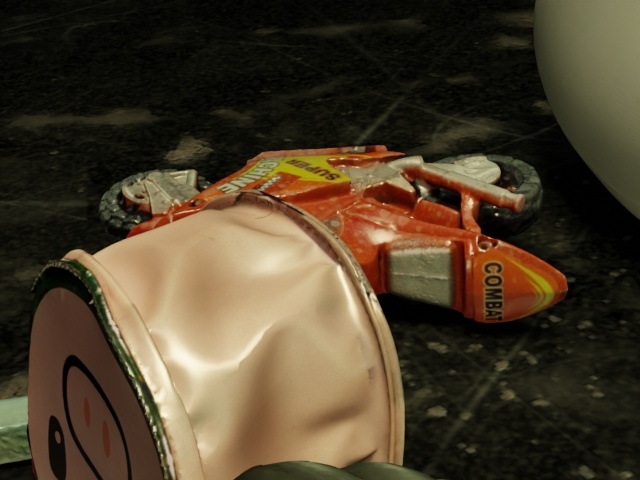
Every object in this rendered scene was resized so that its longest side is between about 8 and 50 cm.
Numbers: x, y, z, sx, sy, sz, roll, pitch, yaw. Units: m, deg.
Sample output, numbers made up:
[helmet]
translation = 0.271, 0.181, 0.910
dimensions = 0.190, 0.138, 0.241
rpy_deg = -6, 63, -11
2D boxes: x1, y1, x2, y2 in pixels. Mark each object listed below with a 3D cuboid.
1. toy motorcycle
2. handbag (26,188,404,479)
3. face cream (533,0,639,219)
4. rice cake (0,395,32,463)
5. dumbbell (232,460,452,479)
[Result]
[toy motorcycle]
translation = 0.000, -0.002, 0.843
dimensions = 0.298, 0.089, 0.171
rpy_deg = -2, 28, 3
[handbag]
translation = -0.058, 0.077, 0.604
dimensions = 0.116, 0.179, 0.205
rpy_deg = -12, 28, -30
[face cream]
translation = 0.318, -0.127, 0.853
dimensions = 0.312, 0.219, 0.357
rpy_deg = -44, 44, 3
[rice cake]
translation = -0.153, 0.099, 0.727
dimensions = 0.180, 0.030, 0.042
rpy_deg = -10, 32, -10
[dumbbell]
translation = 0.132, 0.118, 0.488
dimensions = 0.406, 0.179, 0.179
rpy_deg = -17, 29, -25
